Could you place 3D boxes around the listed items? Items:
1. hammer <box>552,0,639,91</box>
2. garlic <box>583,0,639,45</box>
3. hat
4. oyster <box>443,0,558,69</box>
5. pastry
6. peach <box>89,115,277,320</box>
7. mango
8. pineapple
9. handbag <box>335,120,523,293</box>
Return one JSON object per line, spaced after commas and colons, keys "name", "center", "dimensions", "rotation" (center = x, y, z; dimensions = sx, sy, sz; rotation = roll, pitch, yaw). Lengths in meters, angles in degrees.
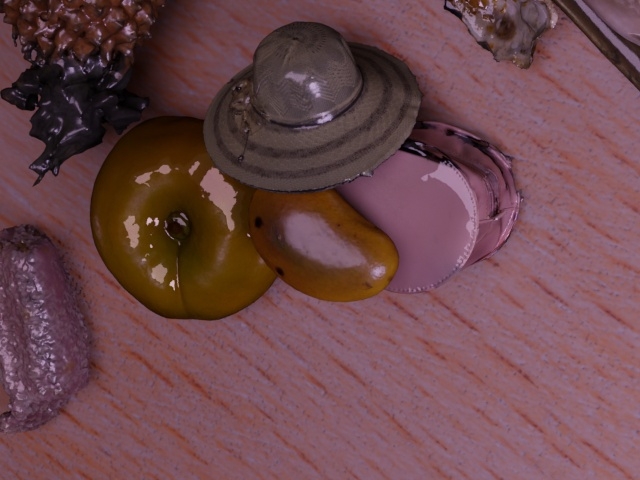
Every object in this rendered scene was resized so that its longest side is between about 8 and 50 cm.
{"name": "hammer", "center": [0.333, -0.193, 1.525], "dimensions": [0.168, 0.044, 0.440], "rotation": [-45, 82, 19]}
{"name": "garlic", "center": [0.339, -0.278, 1.463], "dimensions": [0.148, 0.128, 0.267], "rotation": [-46, 63, 39]}
{"name": "hat", "center": [-0.018, -0.173, 1.530], "dimensions": [0.252, 0.252, 0.110], "rotation": [3, 137, 18]}
{"name": "oyster", "center": [0.192, -0.254, 1.555], "dimensions": [0.148, 0.051, 0.103], "rotation": [35, 140, 19]}
{"name": "pastry", "center": [-0.347, 0.115, 1.756], "dimensions": [0.112, 0.103, 0.265], "rotation": [8, 106, 35]}
{"name": "peach", "center": [-0.148, -0.025, 1.656], "dimensions": [0.251, 0.153, 0.251], "rotation": [7, 112, 19]}
{"name": "mango", "center": [-0.003, 0.002, 1.529], "dimensions": [0.178, 0.090, 0.115], "rotation": [41, 112, 10]}
{"name": "pineapple", "center": [-0.273, -0.240, 1.632], "dimensions": [0.222, 0.223, 0.357], "rotation": [5, 99, 18]}
{"name": "handbag", "center": [0.107, -0.040, 1.579], "dimensions": [0.205, 0.116, 0.179], "rotation": [20, 106, 21]}
